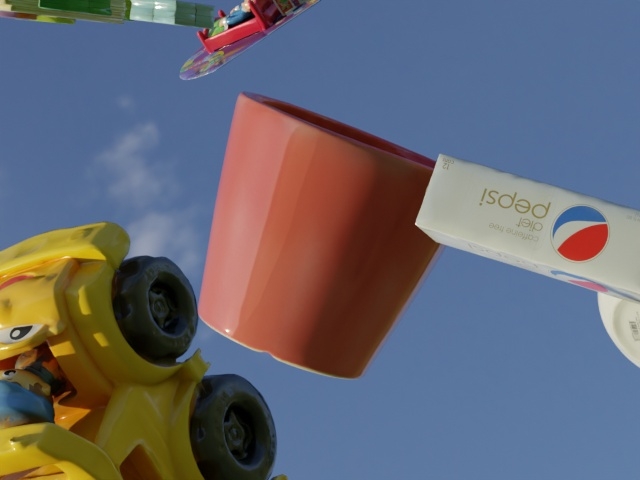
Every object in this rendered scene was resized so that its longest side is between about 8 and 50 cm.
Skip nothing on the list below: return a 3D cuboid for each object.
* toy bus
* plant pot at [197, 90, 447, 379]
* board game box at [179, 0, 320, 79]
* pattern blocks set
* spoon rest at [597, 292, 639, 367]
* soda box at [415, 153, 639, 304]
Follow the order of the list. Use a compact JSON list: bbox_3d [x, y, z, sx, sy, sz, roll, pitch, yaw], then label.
[{"bbox_3d":[-0.150,0.131,1.031,0.149,0.211,0.220,-16,-67,33],"label":"toy bus"},{"bbox_3d":[0.000,0.000,1.862,0.275,0.275,0.243,15,-81,-42],"label":"plant pot"},{"bbox_3d":[-0.066,-0.208,1.598,0.168,0.133,0.033,-34,-72,-2],"label":"board game box"},{"bbox_3d":[-0.254,-0.181,1.306,0.285,0.324,0.026,0,-82,-45],"label":"pattern blocks set"},{"bbox_3d":[0.328,0.123,1.588,0.084,0.137,0.276,-29,-70,-43],"label":"spoon rest"},{"bbox_3d":[0.195,-0.007,1.480,0.069,0.216,0.074,-71,-22,-6],"label":"soda box"}]
